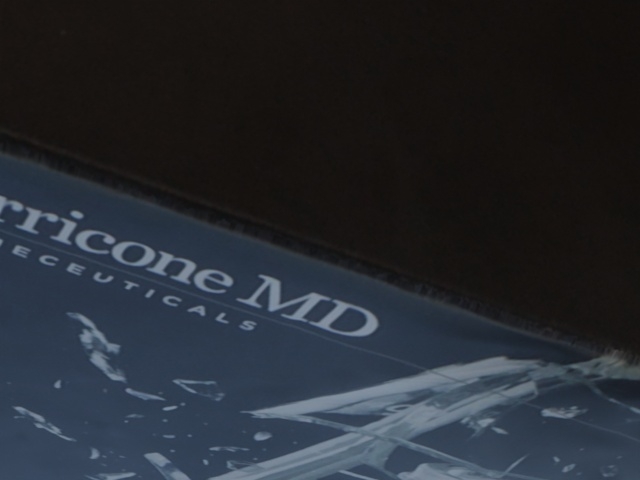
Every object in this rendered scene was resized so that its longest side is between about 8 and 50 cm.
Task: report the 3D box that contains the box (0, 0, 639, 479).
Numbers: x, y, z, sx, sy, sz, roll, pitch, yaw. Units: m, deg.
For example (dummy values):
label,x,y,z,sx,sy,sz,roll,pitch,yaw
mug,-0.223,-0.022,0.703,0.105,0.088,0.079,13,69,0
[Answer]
label,x,y,z,sx,sy,sz,roll,pitch,yaw
box,0.000,0.000,0.729,0.480,0.472,0.297,19,-121,-18
